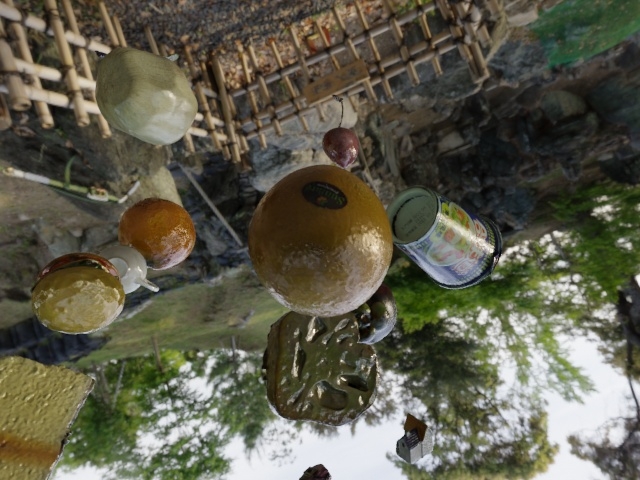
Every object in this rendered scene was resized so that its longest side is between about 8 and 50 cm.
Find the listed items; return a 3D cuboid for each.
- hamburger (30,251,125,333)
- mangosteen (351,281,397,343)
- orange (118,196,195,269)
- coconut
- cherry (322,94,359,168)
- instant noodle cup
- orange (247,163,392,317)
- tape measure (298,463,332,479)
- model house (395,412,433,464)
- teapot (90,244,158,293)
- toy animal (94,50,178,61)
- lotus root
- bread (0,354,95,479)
[{"bbox_3d":[-0.464,0.103,0.797,0.162,0.162,0.115,-17,-145,-18],"label":"hamburger"},{"bbox_3d":[0.174,0.291,1.694,0.311,0.311,0.311,-18,177,-1],"label":"mangosteen"},{"bbox_3d":[-0.545,-0.020,1.373,0.246,0.246,0.246,-18,177,-1],"label":"orange"},{"bbox_3d":[-0.388,-0.324,0.937,0.224,0.224,0.224,-18,177,-1],"label":"coconut"},{"bbox_3d":[0.048,-0.309,1.164,0.107,0.226,0.090,-8,166,-23],"label":"cherry"},{"bbox_3d":[0.367,-0.021,1.293,0.284,0.284,0.312,-20,144,41],"label":"instant noodle cup"},{"bbox_3d":[0.000,0.000,0.750,0.274,0.274,0.274,-18,177,-1],"label":"orange"},{"bbox_3d":[-0.020,0.861,1.473,0.118,0.074,0.125,-26,174,-37],"label":"tape measure"},{"bbox_3d":[0.269,0.579,1.212,0.100,0.100,0.087,-17,-161,-30],"label":"model house"},{"bbox_3d":[-0.580,0.091,1.204,0.145,0.226,0.092,-57,-171,-8],"label":"teapot"},{"bbox_3d":[-0.458,-0.457,1.064,0.217,0.075,0.041,-18,166,-39],"label":"toy animal"},{"bbox_3d":[-0.004,0.390,1.269,0.375,0.390,0.111,-40,-176,-27],"label":"lotus root"},{"bbox_3d":[-0.425,0.303,0.542,0.135,0.240,0.178,24,129,-20],"label":"bread"}]
